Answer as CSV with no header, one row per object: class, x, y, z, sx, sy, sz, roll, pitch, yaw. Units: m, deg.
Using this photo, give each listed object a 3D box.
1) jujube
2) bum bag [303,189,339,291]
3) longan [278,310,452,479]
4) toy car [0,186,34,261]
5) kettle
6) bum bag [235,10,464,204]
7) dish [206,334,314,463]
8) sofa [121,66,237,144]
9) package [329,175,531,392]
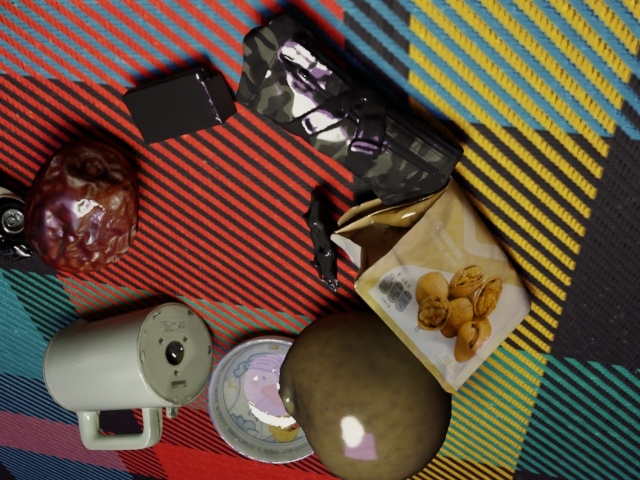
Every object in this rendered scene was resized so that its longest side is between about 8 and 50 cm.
jujube,-0.384,-0.044,1.282,0.183,0.183,0.243,25,143,-11
bum bag,0.000,0.000,1.262,0.049,0.087,0.197,-9,141,2
longan,0.083,0.274,1.408,0.319,0.319,0.319,11,143,8
toy car,-0.618,-0.073,1.383,0.193,0.118,0.301,-12,136,45
kettle,-0.392,0.276,1.647,0.318,0.205,0.265,-13,111,34
bum bag,0.032,-0.157,1.047,0.340,0.095,0.144,33,125,-22
dish,-0.088,0.311,1.656,0.273,0.134,0.273,2,104,6
sofa,-0.198,-0.197,1.123,0.147,0.060,0.085,-10,119,31
package,0.162,0.053,1.246,0.311,0.221,0.165,47,173,-37
